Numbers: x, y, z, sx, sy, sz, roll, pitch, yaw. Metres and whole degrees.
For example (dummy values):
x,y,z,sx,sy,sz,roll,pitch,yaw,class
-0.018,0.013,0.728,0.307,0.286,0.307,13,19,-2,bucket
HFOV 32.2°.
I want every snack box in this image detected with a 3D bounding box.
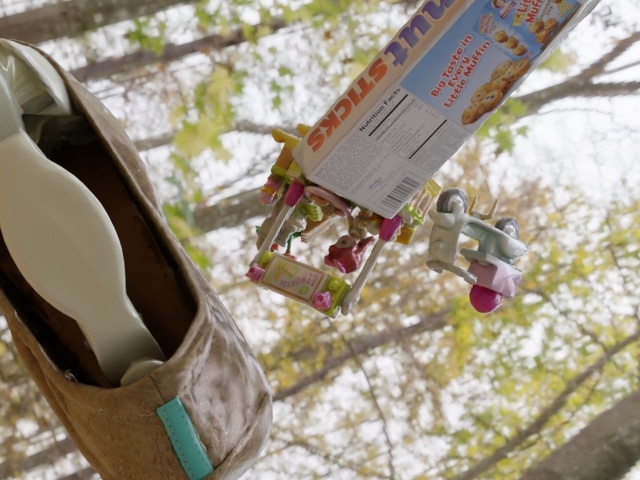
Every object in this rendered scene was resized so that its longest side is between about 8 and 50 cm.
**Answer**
x,y,z,sx,sy,sz,roll,pitch,yaw,class
0.068,-0.086,0.489,0.178,0.064,0.022,-47,-133,19,snack box

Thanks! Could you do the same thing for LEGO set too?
x,y,z,sx,sy,sz,roll,pitch,yaw,class
0.000,0.000,0.753,0.132,0.107,0.287,33,-11,-27,LEGO set

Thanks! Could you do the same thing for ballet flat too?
x,y,z,sx,sy,sz,roll,pitch,yaw,class
-0.140,-0.022,0.544,0.342,0.116,0.124,53,-12,33,ballet flat
